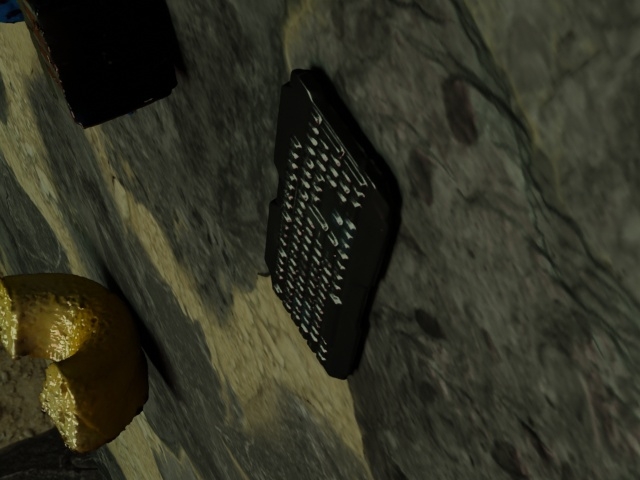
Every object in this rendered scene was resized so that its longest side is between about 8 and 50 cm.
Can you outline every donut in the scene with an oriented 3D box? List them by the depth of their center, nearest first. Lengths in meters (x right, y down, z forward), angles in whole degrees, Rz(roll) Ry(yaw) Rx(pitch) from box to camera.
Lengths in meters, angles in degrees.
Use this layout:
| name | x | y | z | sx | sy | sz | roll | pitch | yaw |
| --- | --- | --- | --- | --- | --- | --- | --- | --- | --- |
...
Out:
| name | x | y | z | sx | sy | sz | roll | pitch | yaw |
| --- | --- | --- | --- | --- | --- | --- | --- | --- | --- |
| donut | -0.285 | 0.122 | 1.600 | 0.259 | 0.152 | 0.101 | 44 | 138 | 37 |

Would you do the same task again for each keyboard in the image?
| name | x | y | z | sx | sy | sz | roll | pitch | yaw |
| --- | --- | --- | --- | --- | --- | --- | --- | --- | --- |
| keyboard | -0.001 | 0.000 | 0.802 | 0.106 | 0.016 | 0.262 | 58 | 161 | 21 |

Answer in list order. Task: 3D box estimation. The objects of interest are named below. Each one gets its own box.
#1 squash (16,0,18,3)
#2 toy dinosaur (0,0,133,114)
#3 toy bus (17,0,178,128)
| name | x | y | z | sx | sy | sz | roll | pitch | yaw |
| --- | --- | --- | --- | --- | --- | --- | --- | --- | --- |
| squash | -0.231 | -0.253 | 1.030 | 0.080 | 0.071 | 0.318 | -22 | -89 | -84 |
| toy dinosaur | -0.280 | -0.232 | 1.110 | 0.329 | 0.076 | 0.144 | 49 | 178 | -29 |
| toy bus | -0.192 | -0.273 | 0.859 | 0.092 | 0.093 | 0.408 | 40 | 149 | 57 |
